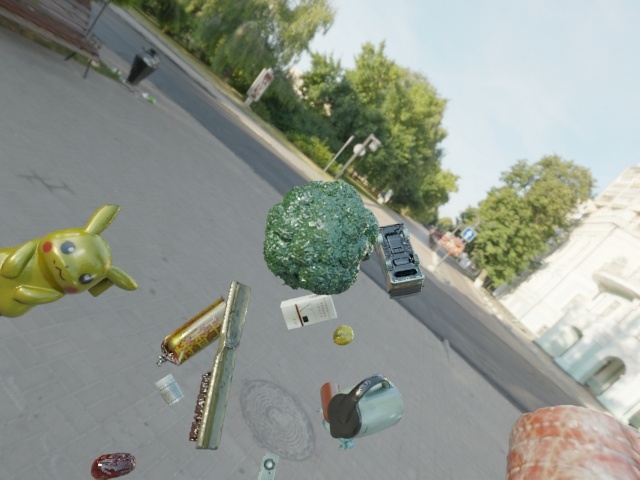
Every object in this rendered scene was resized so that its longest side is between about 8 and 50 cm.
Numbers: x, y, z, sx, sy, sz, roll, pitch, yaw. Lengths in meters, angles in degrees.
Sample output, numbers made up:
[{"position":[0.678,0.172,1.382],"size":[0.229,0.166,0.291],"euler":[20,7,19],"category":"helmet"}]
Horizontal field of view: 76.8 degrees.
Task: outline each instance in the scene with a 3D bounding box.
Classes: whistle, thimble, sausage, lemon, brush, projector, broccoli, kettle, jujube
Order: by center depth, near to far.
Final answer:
[{"position":[-0.153,0.181,0.618],"size":[0.043,0.036,0.247],"euler":[43,47,-51],"category":"brush"},{"position":[0.421,0.393,0.635],"size":[0.239,0.239,0.162],"euler":[40,49,-1],"category":"thimble"},{"position":[0.000,0.000,0.906],"size":[0.270,0.270,0.270],"euler":[39,-11,-5],"category":"broccoli"},{"position":[-0.658,0.720,1.287],"size":[0.130,0.077,0.077],"euler":[3,24,-15],"category":"jujube"},{"position":[0.150,0.524,1.307],"size":[0.237,0.221,0.161],"euler":[8,24,-46],"category":"kettle"},{"position":[0.077,0.311,1.330],"size":[0.065,0.065,0.092],"euler":[44,39,17],"category":"lemon"},{"position":[-0.438,0.327,1.421],"size":[0.125,0.317,0.117],"euler":[55,-20,2],"category":"sausage"},{"position":[-0.201,0.867,1.461],"size":[0.061,0.115,0.147],"euler":[15,36,-1],"category":"projector"},{"position":[0.078,0.727,1.577],"size":[0.093,0.274,0.186],"euler":[-29,85,-32],"category":"whistle"}]

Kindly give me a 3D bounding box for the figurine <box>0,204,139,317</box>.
[{"position":[-0.601,0.068,0.931],"size":[0.169,0.327,0.218],"euler":[-110,-176,-72],"category":"figurine"}]

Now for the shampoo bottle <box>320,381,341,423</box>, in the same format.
[{"position":[0.048,0.598,1.437],"size":[0.085,0.085,0.244],"euler":[38,4,-10],"category":"shampoo bottle"}]

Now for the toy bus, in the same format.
[{"position":[0.300,0.083,1.578],"size":[0.167,0.139,0.275],"euler":[82,-3,-49],"category":"toy bus"}]

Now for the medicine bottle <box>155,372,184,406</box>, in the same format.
[{"position":[-0.493,0.490,1.323],"size":[0.091,0.058,0.058],"euler":[58,13,3],"category":"medicine bottle"}]

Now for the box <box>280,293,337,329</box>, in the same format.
[{"position":[-0.035,0.210,1.224],"size":[0.040,0.155,0.083],"euler":[-96,171,-67],"category":"box"}]
